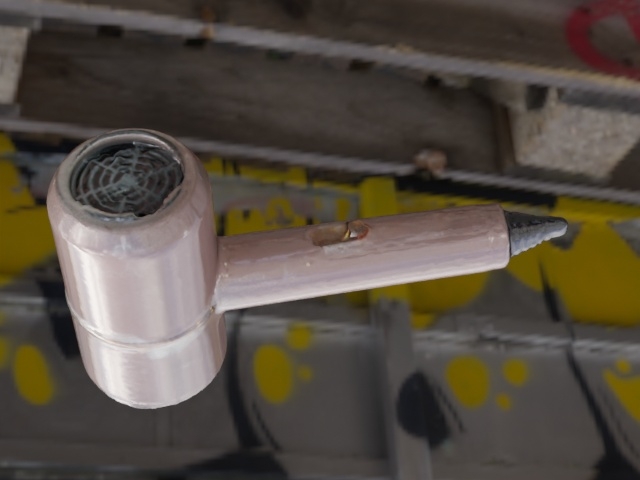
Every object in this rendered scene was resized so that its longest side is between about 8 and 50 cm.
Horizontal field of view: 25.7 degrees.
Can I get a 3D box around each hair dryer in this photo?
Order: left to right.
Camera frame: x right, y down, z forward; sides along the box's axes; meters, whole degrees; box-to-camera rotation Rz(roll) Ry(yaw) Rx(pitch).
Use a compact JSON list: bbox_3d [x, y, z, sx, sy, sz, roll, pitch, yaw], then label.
[{"bbox_3d":[0.000,0.000,0.937,0.344,0.106,0.189,-9,140,-7],"label":"hair dryer"}]
